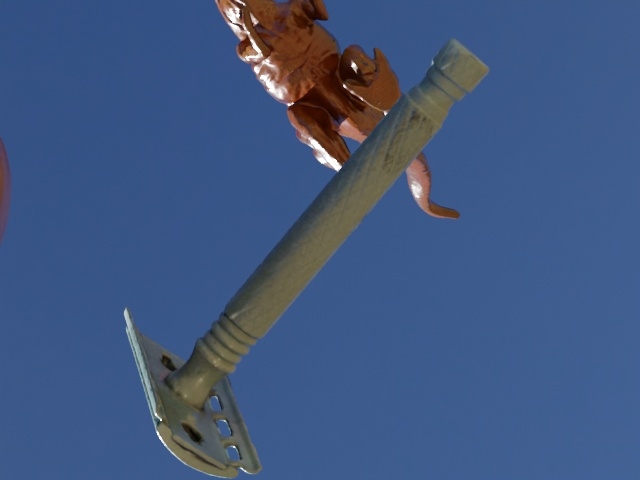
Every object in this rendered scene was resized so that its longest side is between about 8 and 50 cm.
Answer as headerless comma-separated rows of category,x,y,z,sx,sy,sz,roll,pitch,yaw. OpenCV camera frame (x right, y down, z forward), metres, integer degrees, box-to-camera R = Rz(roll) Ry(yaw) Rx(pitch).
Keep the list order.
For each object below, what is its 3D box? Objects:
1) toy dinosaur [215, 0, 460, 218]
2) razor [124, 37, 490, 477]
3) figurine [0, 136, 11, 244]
toy dinosaur,0.023,-0.105,1.486,0.097,0.208,0.432,-38,-58,1
razor,0.000,0.000,0.854,0.068,0.106,0.232,36,-78,-27
figurine,-0.267,0.022,0.838,0.211,0.270,0.261,-5,-53,-21
